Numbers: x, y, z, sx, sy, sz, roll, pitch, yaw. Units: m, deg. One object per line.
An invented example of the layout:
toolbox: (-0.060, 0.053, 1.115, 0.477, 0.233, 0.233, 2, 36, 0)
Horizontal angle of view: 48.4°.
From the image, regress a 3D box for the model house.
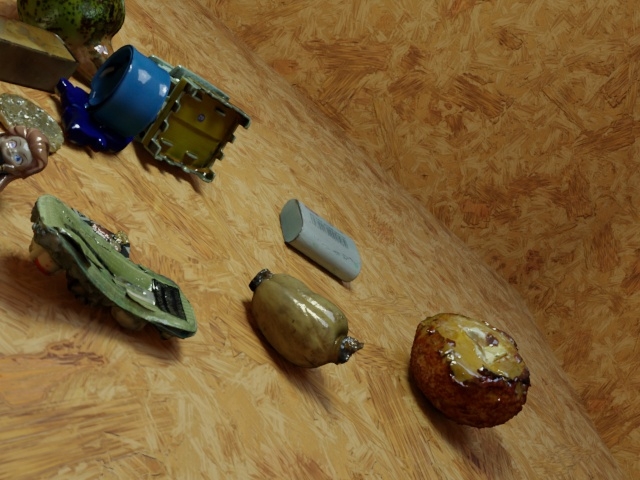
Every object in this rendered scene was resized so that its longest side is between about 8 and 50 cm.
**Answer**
model house: (-0.309, -0.278, 1.617, 0.224, 0.198, 0.215, 22, 18, -51)

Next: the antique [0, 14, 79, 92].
antique: (-0.595, -0.359, 1.316, 0.093, 0.087, 0.310, 50, 18, 14)

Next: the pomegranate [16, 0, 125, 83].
pomegranate: (-0.533, -0.480, 1.578, 0.204, 0.222, 0.277, -124, -166, -48)

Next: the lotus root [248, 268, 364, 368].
lotus root: (-0.037, 0.162, 1.411, 0.257, 0.140, 0.154, 42, 29, 16)

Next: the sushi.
sushi: (-0.363, -0.001, 1.186, 0.126, 0.026, 0.120, 36, 22, -30)

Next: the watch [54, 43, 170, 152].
watch: (-0.402, -0.284, 1.422, 0.171, 0.200, 0.196, 32, 19, -47)

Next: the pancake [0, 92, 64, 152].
pancake: (-0.521, -0.212, 1.278, 0.139, 0.022, 0.139, 42, 18, -17)

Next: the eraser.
eraser: (0.000, 0.000, 1.926, 0.227, 0.081, 0.174, 37, 24, -32)

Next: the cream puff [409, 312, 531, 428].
cream puff: (0.372, 0.338, 1.816, 0.350, 0.229, 0.350, 18, 26, -9)

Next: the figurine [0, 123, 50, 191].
figurine: (-0.476, -0.120, 1.032, 0.157, 0.114, 0.126, -25, 88, -56)

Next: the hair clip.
hair clip: (-0.319, 0.061, 1.067, 0.321, 0.091, 0.138, 47, 5, -42)
